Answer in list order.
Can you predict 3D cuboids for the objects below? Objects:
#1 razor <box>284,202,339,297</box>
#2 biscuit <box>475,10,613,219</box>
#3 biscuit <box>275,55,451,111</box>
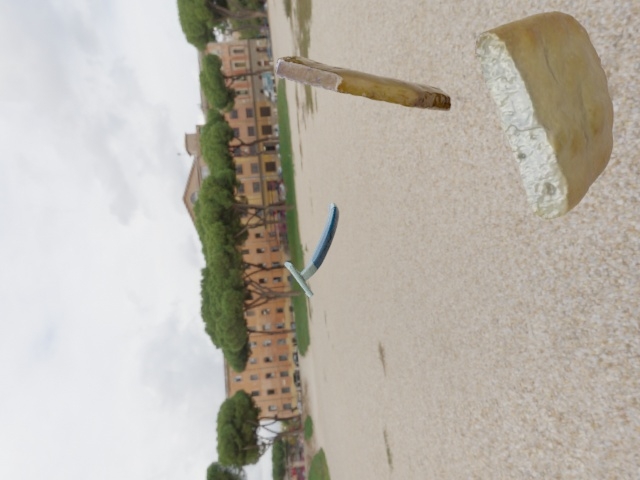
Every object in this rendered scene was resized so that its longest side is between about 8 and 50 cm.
[{"bbox_3d":[0.003,0.000,0.705,0.068,0.037,0.191,58,-142,-29],"label":"razor"},{"bbox_3d":[0.557,-0.302,0.988,0.104,0.446,0.429,-8,108,56],"label":"biscuit"},{"bbox_3d":[0.080,-0.311,0.855,0.359,0.359,0.046,-105,25,-67],"label":"biscuit"}]
